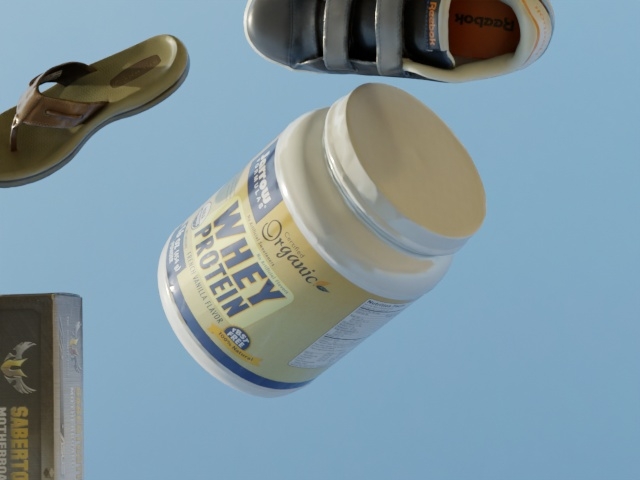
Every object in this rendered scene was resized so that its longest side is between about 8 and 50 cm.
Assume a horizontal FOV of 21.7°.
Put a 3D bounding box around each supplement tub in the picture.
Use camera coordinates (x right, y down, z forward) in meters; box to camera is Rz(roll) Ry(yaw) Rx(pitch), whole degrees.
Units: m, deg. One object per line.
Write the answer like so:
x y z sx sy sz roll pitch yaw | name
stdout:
0.000 0.000 1.772 0.228 0.316 0.228 29 -141 -27 | supplement tub

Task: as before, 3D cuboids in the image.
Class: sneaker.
0.074 -0.224 1.679 0.321 0.126 0.127 0 -167 8 | sneaker

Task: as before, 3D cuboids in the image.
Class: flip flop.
-0.274 -0.156 1.840 0.277 0.080 0.112 -29 -128 -2 | flip flop

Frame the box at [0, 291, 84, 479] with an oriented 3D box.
-0.247 0.150 1.085 0.183 0.056 0.231 -3 -95 11 | box
